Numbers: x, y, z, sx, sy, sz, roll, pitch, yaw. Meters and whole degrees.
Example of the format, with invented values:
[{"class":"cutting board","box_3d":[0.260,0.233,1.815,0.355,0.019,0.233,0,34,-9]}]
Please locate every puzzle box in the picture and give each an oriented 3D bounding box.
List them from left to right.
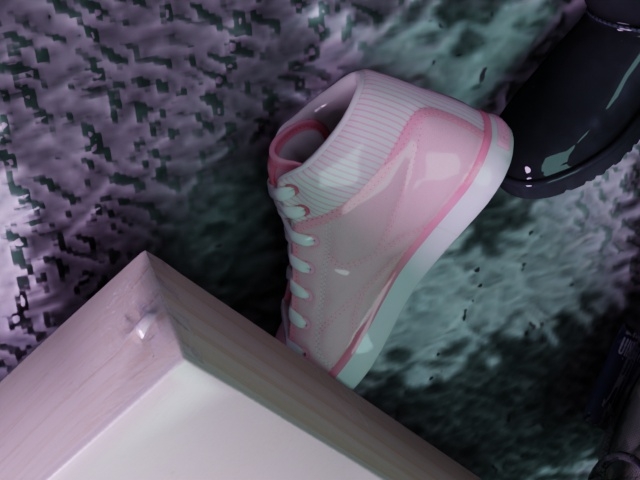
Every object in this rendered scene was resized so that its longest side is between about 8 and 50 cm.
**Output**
[{"class":"puzzle box","box_3d":[-0.112,0.209,0.441,0.409,0.052,0.272,-41,132,11]}]

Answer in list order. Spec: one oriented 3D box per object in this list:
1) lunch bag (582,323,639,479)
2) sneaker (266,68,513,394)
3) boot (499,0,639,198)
[{"class":"lunch bag","box_3d":[0.295,0.079,0.474,0.305,0.212,0.256,24,113,-16]},{"class":"sneaker","box_3d":[0.000,0.000,0.399,0.070,0.051,0.134,24,116,-22]},{"class":"boot","box_3d":[0.097,-0.083,0.396,0.121,0.045,0.099,-37,134,-12]}]
